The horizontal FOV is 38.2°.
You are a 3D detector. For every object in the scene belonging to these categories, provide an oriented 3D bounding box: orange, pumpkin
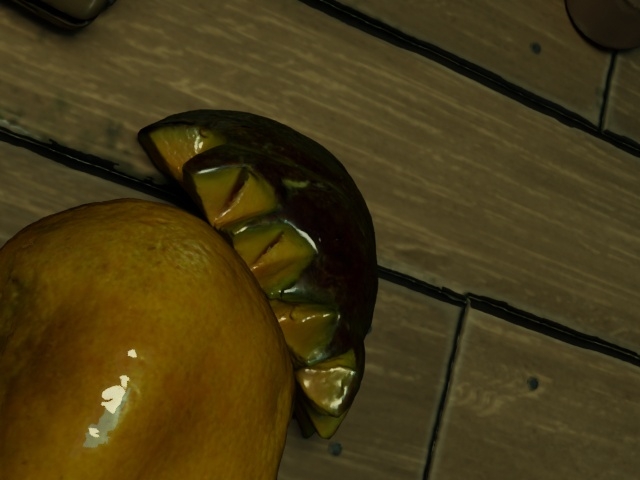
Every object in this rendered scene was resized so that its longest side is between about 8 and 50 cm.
[{"bbox_3d":[-0.111,0.103,0.506,0.183,0.249,0.249,20,76,-4],"label":"orange"},{"bbox_3d":[0.000,0.000,0.640,0.149,0.130,0.254,-30,96,-24],"label":"pumpkin"}]

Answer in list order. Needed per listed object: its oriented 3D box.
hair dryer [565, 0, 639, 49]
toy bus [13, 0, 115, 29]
[{"bbox_3d":[0.172,-0.263,0.740,0.344,0.189,0.106,13,79,-9],"label":"hair dryer"},{"bbox_3d":[-0.128,-0.290,0.594,0.139,0.157,0.289,33,72,-18],"label":"toy bus"}]
